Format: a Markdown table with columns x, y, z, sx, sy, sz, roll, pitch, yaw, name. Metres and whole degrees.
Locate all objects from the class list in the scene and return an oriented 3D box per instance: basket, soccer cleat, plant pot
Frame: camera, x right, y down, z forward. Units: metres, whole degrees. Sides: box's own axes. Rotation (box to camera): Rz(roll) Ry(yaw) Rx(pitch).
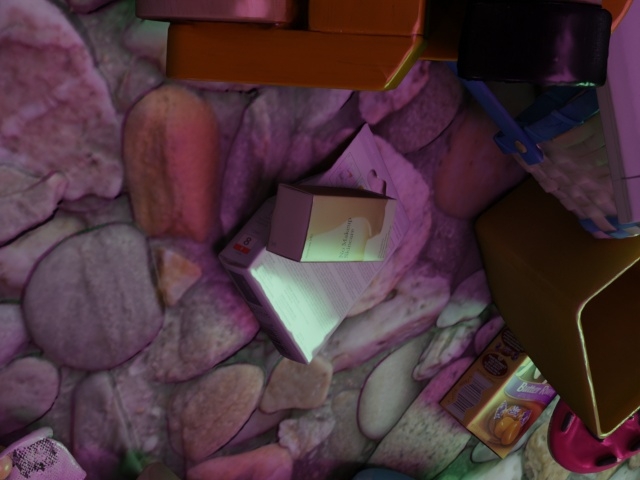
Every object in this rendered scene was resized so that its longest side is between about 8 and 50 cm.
| x | y | z | sx | sy | sz | roll | pitch | yaw | name |
| --- | --- | --- | --- | --- | --- | --- | --- | --- | --- |
| 0.247 | -0.158 | 0.927 | 0.255 | 0.201 | 0.289 | -35 | 98 | -13 | basket |
| 0.388 | 0.142 | 1.286 | 0.331 | 0.116 | 0.143 | -50 | 180 | -4 | soccer cleat |
| 0.279 | 0.029 | 1.084 | 0.212 | 0.187 | 0.212 | -37 | 135 | -15 | plant pot |

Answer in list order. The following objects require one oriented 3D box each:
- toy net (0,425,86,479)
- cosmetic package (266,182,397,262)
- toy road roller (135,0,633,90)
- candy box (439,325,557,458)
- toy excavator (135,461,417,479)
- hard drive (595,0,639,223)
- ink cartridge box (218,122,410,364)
| x | y | z | sx | sy | sz | roll | pitch | yaw | name |
| --- | --- | --- | --- | --- | --- | --- | --- | --- | --- |
| -0.273 | 0.148 | 0.817 | 0.232 | 0.045 | 0.122 | 25 | 98 | -47 | toy net |
| 0.011 | -0.014 | 0.896 | 0.115 | 0.041 | 0.060 | -2 | 106 | -50 | cosmetic package |
| 0.054 | -0.205 | 0.733 | 0.330 | 0.240 | 0.202 | 4 | 99 | 6 | toy road roller |
| 0.233 | 0.150 | 1.224 | 0.186 | 0.053 | 0.109 | -50 | 136 | -3 | candy box |
| 0.031 | 0.336 | 1.081 | 0.222 | 0.445 | 0.433 | -61 | 177 | 8 | toy excavator |
| 0.313 | -0.205 | 0.802 | 0.233 | 0.047 | 0.353 | -9 | 89 | -2 | hard drive |
| 0.000 | 0.000 | 0.958 | 0.179 | 0.045 | 0.145 | -54 | 139 | -25 | ink cartridge box |
